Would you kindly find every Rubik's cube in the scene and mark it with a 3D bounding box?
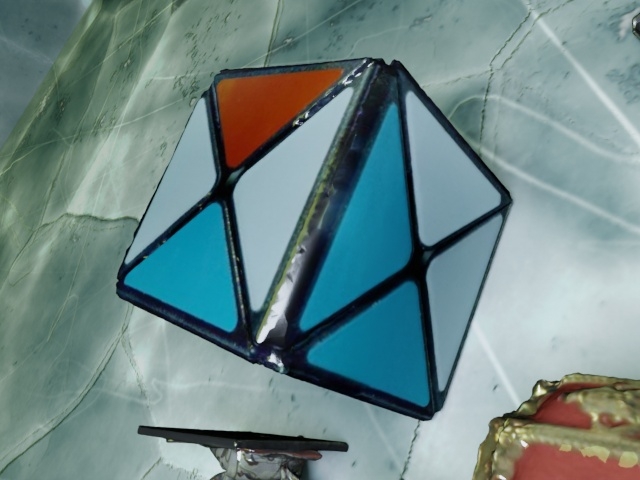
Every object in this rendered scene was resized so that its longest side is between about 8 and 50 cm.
[{"bbox_3d":[0.000,0.000,0.568,0.250,0.248,0.246,11,76,46],"label":"Rubik's cube"}]

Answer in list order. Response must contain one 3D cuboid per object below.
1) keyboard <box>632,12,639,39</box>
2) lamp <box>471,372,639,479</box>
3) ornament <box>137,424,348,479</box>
[{"bbox_3d":[0.385,-0.237,0.494,0.230,0.025,0.094,-39,43,21],"label":"keyboard"},{"bbox_3d":[0.218,0.164,0.315,0.274,0.177,0.177,0,68,45],"label":"lamp"},{"bbox_3d":[-0.076,0.284,0.567,0.166,0.153,0.196,-11,69,41],"label":"ornament"}]
